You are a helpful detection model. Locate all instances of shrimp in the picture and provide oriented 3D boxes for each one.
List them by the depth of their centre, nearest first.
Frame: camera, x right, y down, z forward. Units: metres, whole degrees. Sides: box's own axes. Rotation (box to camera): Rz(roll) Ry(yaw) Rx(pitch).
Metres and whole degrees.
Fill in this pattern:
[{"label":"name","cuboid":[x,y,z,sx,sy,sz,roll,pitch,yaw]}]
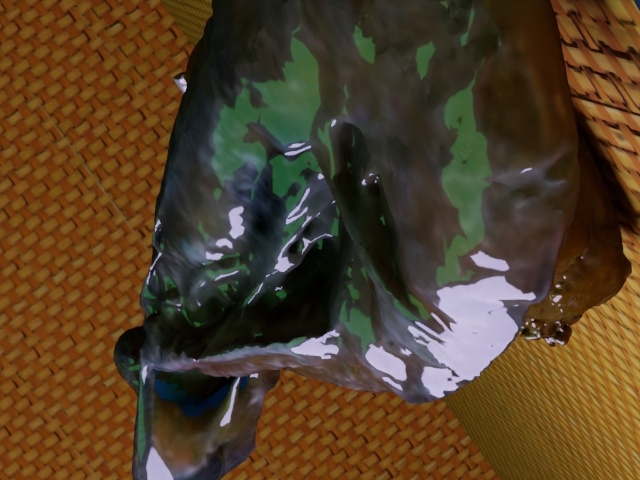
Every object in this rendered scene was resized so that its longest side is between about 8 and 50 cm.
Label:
[{"label":"shrimp","cuboid":[0.000,0.000,0.923,0.221,0.110,0.446,58,146,20]}]

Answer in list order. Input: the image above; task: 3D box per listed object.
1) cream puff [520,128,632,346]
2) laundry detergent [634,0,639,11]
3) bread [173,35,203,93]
[{"label":"cream puff","cuboid":[0.087,-0.013,0.966,0.126,0.103,0.144,51,169,48]},{"label":"laundry detergent","cuboid":[0.085,-0.107,0.348,0.143,0.094,0.290,21,155,48]},{"label":"bread","cuboid":[0.009,-0.069,1.142,0.107,0.136,0.241,57,176,-37]}]
